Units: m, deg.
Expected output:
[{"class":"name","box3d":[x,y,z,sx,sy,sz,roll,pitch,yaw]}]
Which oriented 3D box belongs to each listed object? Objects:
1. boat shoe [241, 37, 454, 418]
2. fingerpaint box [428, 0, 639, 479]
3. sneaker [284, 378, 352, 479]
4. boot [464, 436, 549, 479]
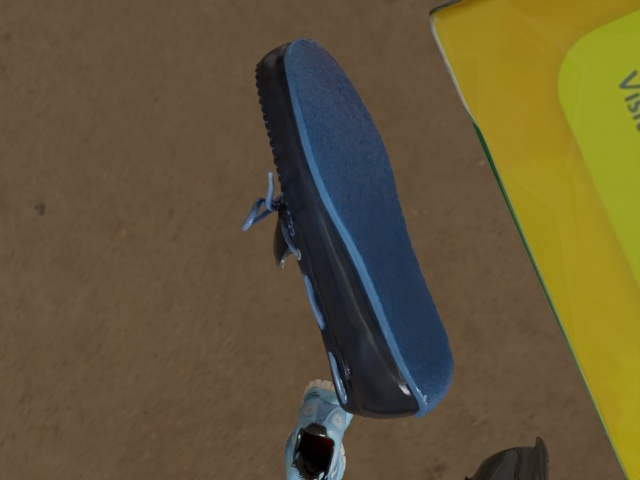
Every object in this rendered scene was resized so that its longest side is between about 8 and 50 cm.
[{"class":"boat shoe","box3d":[0.000,0.000,0.830,0.109,0.089,0.258,-12,85,-55]},{"class":"fingerpaint box","box3d":[0.291,0.069,0.369,0.371,0.163,0.444,-24,87,11]},{"class":"sneaker","box3d":[-0.011,0.207,1.209,0.063,0.162,0.073,15,41,9]},{"class":"boot","box3d":[0.102,0.242,0.981,0.077,0.198,0.137,47,32,-33]}]
